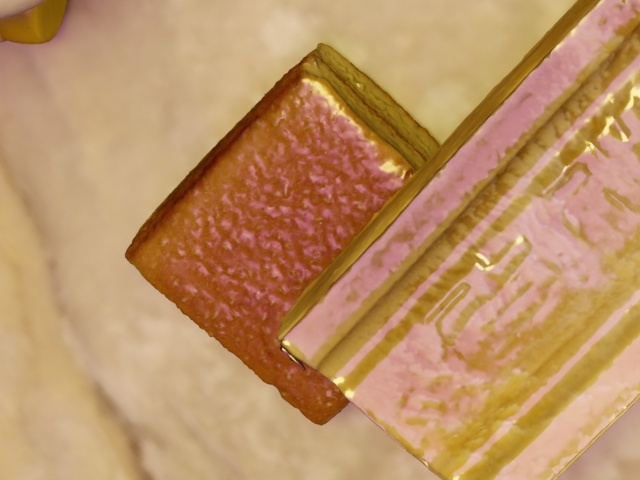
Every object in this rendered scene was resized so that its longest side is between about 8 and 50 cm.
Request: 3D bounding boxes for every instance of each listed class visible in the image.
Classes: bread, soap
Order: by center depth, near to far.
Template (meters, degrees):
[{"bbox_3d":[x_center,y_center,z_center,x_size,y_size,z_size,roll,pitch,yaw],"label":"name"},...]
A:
[{"bbox_3d":[0.102,-0.032,0.563,0.092,0.037,0.252,42,106,-5],"label":"soap"},{"bbox_3d":[0.000,0.000,0.632,0.090,0.035,0.094,43,117,-5],"label":"bread"}]

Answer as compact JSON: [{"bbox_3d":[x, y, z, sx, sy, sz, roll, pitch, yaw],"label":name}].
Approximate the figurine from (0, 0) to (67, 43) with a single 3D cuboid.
[{"bbox_3d":[-0.126,-0.080,0.561,0.129,0.178,0.109,-23,112,-4],"label":"figurine"}]
